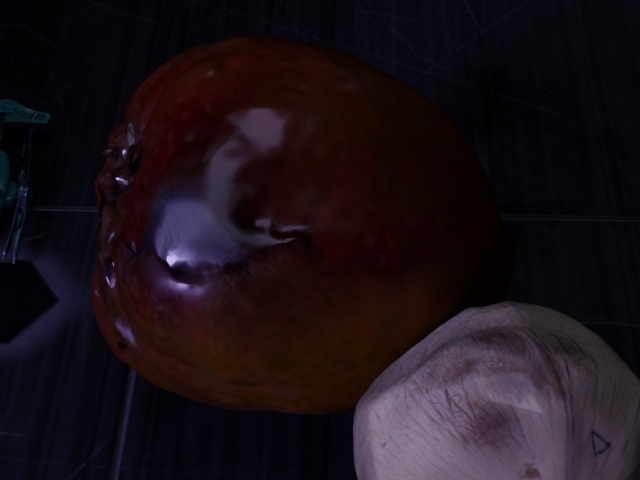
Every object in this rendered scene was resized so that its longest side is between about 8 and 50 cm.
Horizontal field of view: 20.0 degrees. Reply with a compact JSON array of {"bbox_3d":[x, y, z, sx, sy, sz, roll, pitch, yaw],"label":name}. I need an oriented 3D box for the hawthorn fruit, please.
[{"bbox_3d":[-0.020,0.000,1.380,0.325,0.308,0.308,37,37,-10],"label":"hawthorn fruit"}]

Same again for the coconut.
[{"bbox_3d":[0.130,0.151,1.236,0.224,0.224,0.224,0,36,0],"label":"coconut"}]

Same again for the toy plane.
[{"bbox_3d":[-0.302,-0.062,1.639,0.096,0.060,0.235,6,39,-6],"label":"toy plane"}]
